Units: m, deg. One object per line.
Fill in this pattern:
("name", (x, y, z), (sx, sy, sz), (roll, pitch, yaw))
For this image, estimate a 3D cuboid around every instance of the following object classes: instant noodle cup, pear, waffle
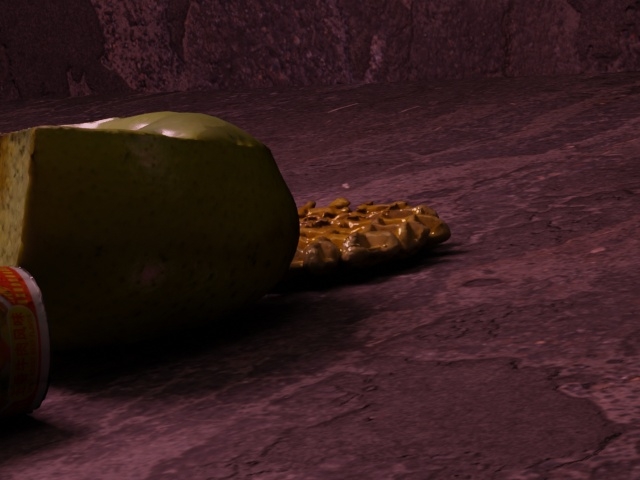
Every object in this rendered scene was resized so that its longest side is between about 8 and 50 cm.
("instant noodle cup", (-0.347, 0.094, 1.537), (0.212, 0.193, 0.193), (-5, 8, -33))
("pear", (-0.177, -0.011, 1.815), (0.318, 0.239, 0.342), (1, 2, -19))
("waffle", (0.000, 0.002, 2.027), (0.261, 0.056, 0.250), (-11, 12, -26))
